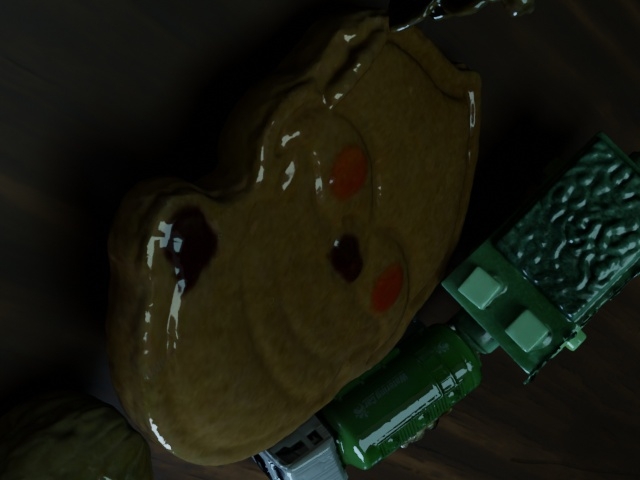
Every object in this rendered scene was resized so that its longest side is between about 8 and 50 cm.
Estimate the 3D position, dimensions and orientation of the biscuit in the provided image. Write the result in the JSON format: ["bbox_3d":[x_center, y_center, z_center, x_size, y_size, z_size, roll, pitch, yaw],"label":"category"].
[{"bbox_3d":[0.001,0.000,1.139,0.455,0.078,0.350,-46,144,-26],"label":"biscuit"}]

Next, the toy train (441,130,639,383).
[{"bbox_3d":[0.246,0.013,1.328,0.271,0.159,0.188,-44,172,5],"label":"toy train"}]

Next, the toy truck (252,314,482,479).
[{"bbox_3d":[0.043,0.166,1.334,0.242,0.125,0.101,-34,139,-14],"label":"toy truck"}]

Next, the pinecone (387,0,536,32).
[{"bbox_3d":[0.105,-0.287,0.970,0.243,0.243,0.257,-11,107,-36],"label":"pinecone"}]

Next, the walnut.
[{"bbox_3d":[-0.231,0.215,1.115,0.184,0.155,0.155,-42,139,-16],"label":"walnut"}]

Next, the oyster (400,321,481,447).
[{"bbox_3d":[0.132,0.164,1.472,0.177,0.056,0.105,-41,147,-16],"label":"oyster"}]
